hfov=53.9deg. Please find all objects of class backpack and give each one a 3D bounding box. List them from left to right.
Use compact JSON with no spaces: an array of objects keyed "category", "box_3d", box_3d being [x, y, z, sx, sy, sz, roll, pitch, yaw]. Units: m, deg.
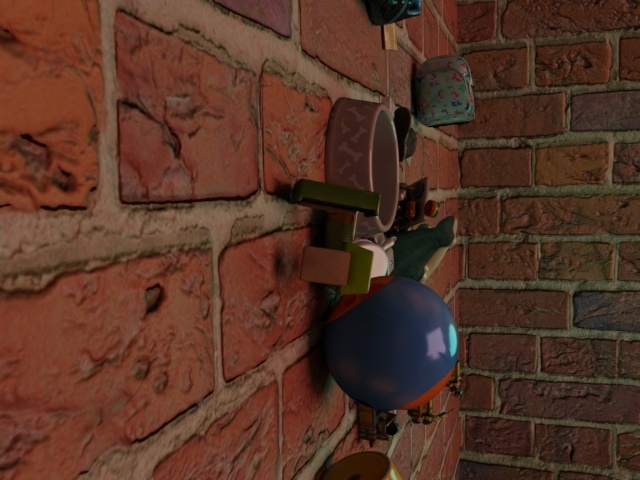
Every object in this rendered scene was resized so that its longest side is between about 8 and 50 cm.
[{"category":"backpack","box_3d":[0.459,-0.559,2.340,0.191,0.225,0.253,-15,101,-76]}]

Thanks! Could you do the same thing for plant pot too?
[{"category":"plant pot","box_3d":[0.112,0.600,1.352,0.239,0.254,0.254,69,23,-10]}]

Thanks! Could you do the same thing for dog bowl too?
[{"category":"dog bowl","box_3d":[0.112,-0.172,1.519,0.349,0.102,0.349,1,90,-70]}]

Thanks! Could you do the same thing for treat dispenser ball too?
[{"category":"treat dispenser ball","box_3d":[0.149,0.217,1.345,0.288,0.288,0.288,0,90,-71]}]

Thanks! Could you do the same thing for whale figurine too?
[{"category":"whale figurine","box_3d":[0.276,0.021,1.807,0.272,0.141,0.216,-45,-157,46]}]

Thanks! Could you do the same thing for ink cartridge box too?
[{"category":"ink cartridge box","box_3d":[0.200,-0.399,1.879,0.083,0.028,0.048,29,63,-68]}]

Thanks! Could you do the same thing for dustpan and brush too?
[{"category":"dustpan and brush","box_3d":[0.138,0.043,1.601,0.211,0.060,0.147,-33,113,-31]}]

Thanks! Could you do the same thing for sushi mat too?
[{"category":"sushi mat","box_3d":[0.202,-0.737,1.899,0.151,0.019,0.316,-41,129,-64]}]

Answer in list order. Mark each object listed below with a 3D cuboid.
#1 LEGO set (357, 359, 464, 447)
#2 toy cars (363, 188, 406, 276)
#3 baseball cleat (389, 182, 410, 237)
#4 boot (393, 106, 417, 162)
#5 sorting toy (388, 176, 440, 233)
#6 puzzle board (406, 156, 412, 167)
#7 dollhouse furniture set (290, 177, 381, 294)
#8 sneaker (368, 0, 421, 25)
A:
[{"category":"LEGO set","box_3d":[0.240,0.438,1.683,0.331,0.255,0.192,-26,115,-65]},{"category":"toy cars","box_3d":[0.181,-0.035,1.741,0.176,0.087,0.394,54,40,-59]},{"category":"baseball cleat","box_3d":[0.264,-0.096,1.965,0.109,0.072,0.206,131,-33,-70]},{"category":"boot","box_3d":[0.276,-0.345,2.032,0.208,0.076,0.190,-33,136,-60]},{"category":"sorting toy","box_3d":[0.252,-0.107,1.828,0.274,0.046,0.132,154,-53,-63]},{"category":"puzzle board","box_3d":[0.311,-0.331,2.230,0.128,0.011,0.096,54,40,-59]},{"category":"dollhouse furniture set","box_3d":[0.000,0.000,1.249,0.301,0.151,0.197,177,-79,-81]},{"category":"sneaker","box_3d":[0.169,-0.664,1.620,0.341,0.139,0.125,5,88,-70]}]
